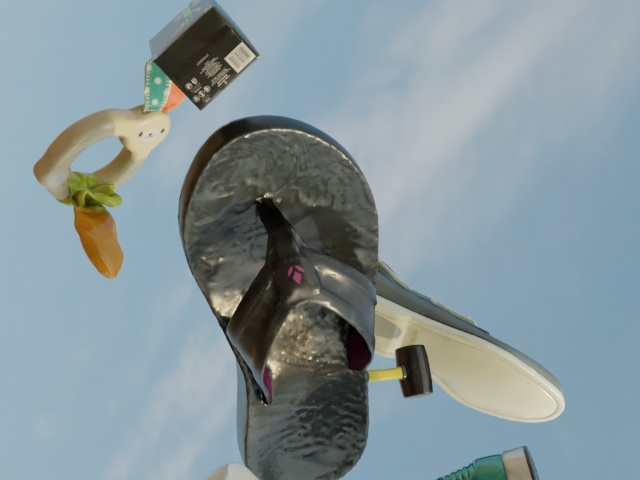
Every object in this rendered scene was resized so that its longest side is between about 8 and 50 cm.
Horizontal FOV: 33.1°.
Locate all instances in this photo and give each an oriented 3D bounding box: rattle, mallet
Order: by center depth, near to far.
[{"bbox_3d":[-0.189,-0.083,1.133,0.200,0.130,0.142,-34,-129,-3],"label":"rattle"},{"bbox_3d":[0.058,0.161,1.207,0.039,0.190,0.062,-22,-99,44],"label":"mallet"}]

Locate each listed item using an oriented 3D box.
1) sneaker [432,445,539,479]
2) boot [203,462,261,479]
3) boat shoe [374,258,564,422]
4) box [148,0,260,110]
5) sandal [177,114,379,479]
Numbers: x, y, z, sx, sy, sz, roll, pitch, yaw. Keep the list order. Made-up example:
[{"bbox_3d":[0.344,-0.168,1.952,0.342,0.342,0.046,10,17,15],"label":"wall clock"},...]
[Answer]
[{"bbox_3d":[0.144,0.353,1.006,0.178,0.124,0.295,-14,-91,10],"label":"sneaker"},{"bbox_3d":[-0.046,0.275,0.735,0.123,0.258,0.095,-26,-161,11],"label":"boot"},{"bbox_3d":[0.159,0.114,1.322,0.099,0.319,0.116,-62,177,-43],"label":"boat shoe"},{"bbox_3d":[-0.088,-0.143,0.806,0.062,0.052,0.083,-42,-157,5],"label":"box"},{"bbox_3d":[-0.009,0.087,0.949,0.107,0.168,0.445,-123,-161,-47],"label":"sandal"}]
